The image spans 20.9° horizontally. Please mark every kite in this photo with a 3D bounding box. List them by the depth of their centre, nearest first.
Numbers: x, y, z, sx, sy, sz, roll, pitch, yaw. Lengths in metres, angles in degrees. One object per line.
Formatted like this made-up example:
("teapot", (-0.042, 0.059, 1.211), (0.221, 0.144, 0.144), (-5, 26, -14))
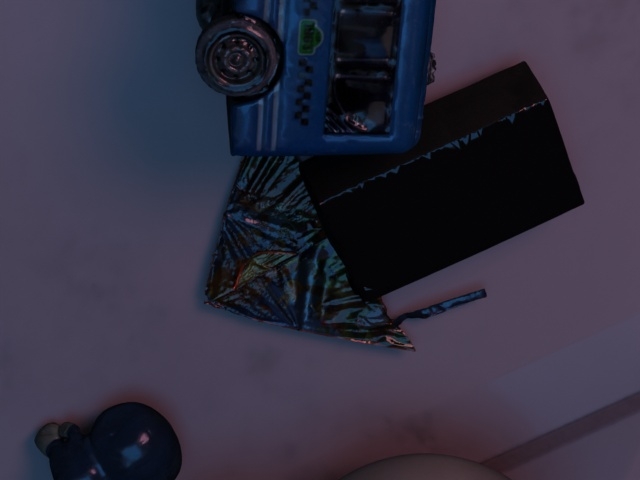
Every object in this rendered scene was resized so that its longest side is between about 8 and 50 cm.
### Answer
("kite", (0.000, 0.000, 1.041), (0.160, 0.010, 0.183), (-28, 108, 6))

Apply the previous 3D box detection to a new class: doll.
("doll", (-0.125, 0.139, 1.074), (0.083, 0.050, 0.076), (-27, 115, 6))

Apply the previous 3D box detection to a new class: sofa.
("sofa", (0.069, -0.035, 1.006), (0.147, 0.060, 0.085), (-25, 124, 1))

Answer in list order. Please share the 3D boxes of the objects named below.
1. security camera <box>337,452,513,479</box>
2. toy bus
("security camera", (0.039, 0.223, 1.045), (0.236, 0.194, 0.194), (-20, 112, 0))
("toy bus", (0.002, -0.172, 0.915), (0.134, 0.113, 0.246), (3, 112, -5))
